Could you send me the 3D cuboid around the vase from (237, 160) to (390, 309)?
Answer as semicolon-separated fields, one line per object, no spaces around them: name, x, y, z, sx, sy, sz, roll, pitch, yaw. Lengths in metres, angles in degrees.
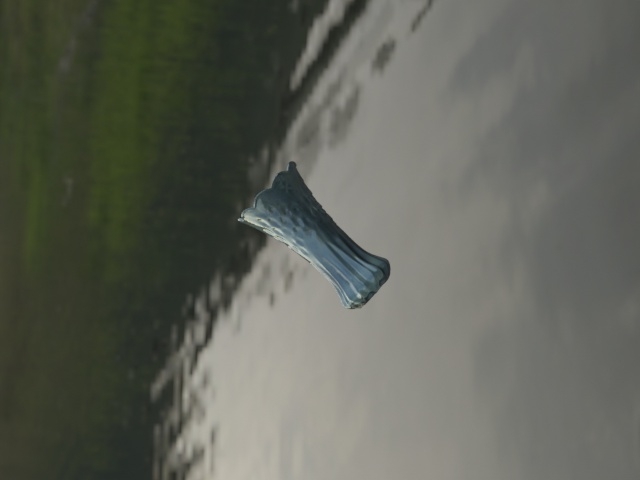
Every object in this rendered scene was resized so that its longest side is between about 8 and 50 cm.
vase;0.000;0.000;1.452;0.081;0.149;0.081;-47;-1;-1
